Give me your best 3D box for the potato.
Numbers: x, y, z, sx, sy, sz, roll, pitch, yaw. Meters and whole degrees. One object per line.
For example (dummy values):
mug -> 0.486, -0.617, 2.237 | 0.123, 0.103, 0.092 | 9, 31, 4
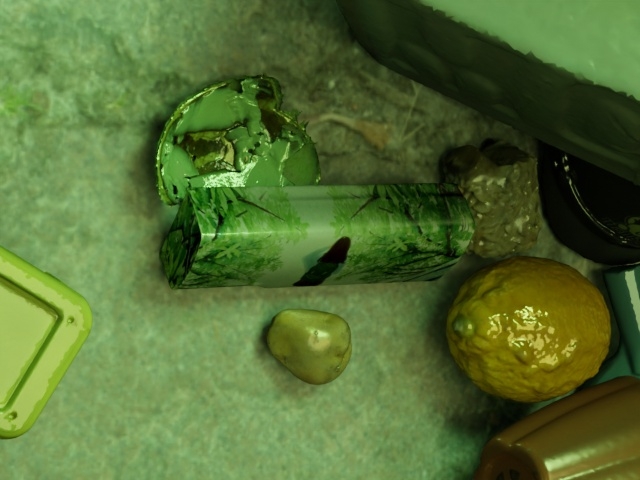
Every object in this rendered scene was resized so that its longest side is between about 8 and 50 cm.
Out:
potato -> -0.010, 0.094, 1.478 | 0.083, 0.062, 0.068 | 23, 69, -6

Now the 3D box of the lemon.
lemon -> 0.193, 0.085, 1.527 | 0.187, 0.142, 0.142 | 5, 94, -39

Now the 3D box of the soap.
soap -> 0.250, -0.187, 1.338 | 0.435, 0.350, 0.213 | 25, 84, 7

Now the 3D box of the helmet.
helmet -> 0.349, -0.105, 1.578 | 0.230, 0.160, 0.279 | 22, 85, -29

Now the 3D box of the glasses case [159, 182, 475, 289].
glasses case -> 0.000, 0.000, 1.441 | 0.272, 0.062, 0.095 | -2, 142, -26

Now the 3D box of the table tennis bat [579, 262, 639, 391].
table tennis bat -> 0.347, 0.184, 1.635 | 0.215, 0.044, 0.329 | -15, 95, 4

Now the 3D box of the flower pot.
flower pot -> 0.245, 0.229, 1.506 | 0.173, 0.190, 0.190 | -6, 99, -31

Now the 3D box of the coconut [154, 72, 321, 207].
coconut -> -0.075, -0.084, 1.420 | 0.158, 0.055, 0.133 | 13, 89, -28

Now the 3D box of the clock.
clock -> -0.302, 0.059, 1.299 | 0.202, 0.096, 0.143 | 35, 82, -25

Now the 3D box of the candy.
candy -> 0.168, -0.043, 1.542 | 0.095, 0.085, 0.110 | -13, 113, -17
